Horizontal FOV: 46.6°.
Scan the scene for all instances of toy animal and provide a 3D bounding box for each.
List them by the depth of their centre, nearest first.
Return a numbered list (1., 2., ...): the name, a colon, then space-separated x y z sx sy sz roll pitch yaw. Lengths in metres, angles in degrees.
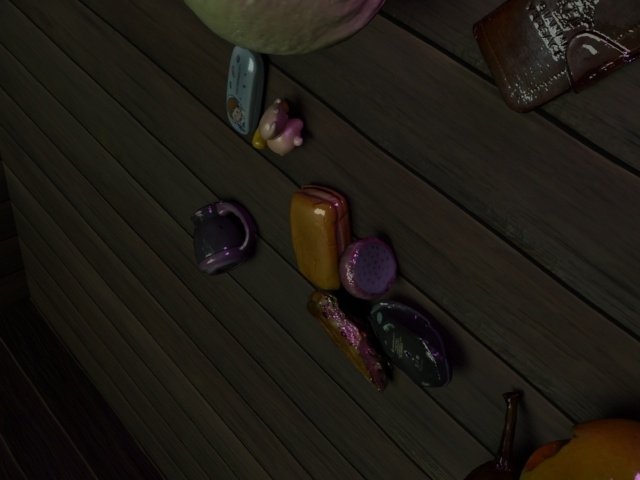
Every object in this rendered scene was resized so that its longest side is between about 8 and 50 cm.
1. toy animal: -0.062 -0.194 1.273 0.082 0.091 0.114 32 158 -4

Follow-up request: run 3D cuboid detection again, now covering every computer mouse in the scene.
1. computer mouse: 0.157 0.168 1.235 0.192 0.062 0.106 41 143 39

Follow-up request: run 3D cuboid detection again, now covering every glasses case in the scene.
1. glasses case: -0.136 -0.271 1.336 0.067 0.045 0.178 44 143 27

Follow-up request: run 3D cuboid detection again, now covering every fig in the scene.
1. fig: 0.274 0.391 1.159 0.190 0.190 0.290 -30 71 57

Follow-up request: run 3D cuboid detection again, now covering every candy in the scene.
1. candy: 0.077 0.046 1.218 0.043 0.103 0.103 1 113 54

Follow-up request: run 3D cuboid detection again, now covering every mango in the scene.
1. mango: 0.367 0.402 0.954 0.253 0.182 0.365 20 111 28

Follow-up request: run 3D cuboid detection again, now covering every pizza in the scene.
1. pizza: 0.060 0.170 1.348 0.226 0.069 0.147 48 166 14

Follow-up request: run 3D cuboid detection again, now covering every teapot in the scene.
1. teapot: -0.216 -0.012 1.573 0.148 0.116 0.146 -40 69 60

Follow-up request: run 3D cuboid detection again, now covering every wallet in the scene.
1. wallet: 0.279 -0.237 0.806 0.255 0.031 0.137 -29 89 57

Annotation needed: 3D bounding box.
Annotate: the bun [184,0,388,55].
1. bun: -0.003 -0.387 0.827 0.202 0.364 0.364 15 126 35

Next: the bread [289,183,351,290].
1. bread: 0.000 0.000 1.324 0.116 0.077 0.200 20 129 36
